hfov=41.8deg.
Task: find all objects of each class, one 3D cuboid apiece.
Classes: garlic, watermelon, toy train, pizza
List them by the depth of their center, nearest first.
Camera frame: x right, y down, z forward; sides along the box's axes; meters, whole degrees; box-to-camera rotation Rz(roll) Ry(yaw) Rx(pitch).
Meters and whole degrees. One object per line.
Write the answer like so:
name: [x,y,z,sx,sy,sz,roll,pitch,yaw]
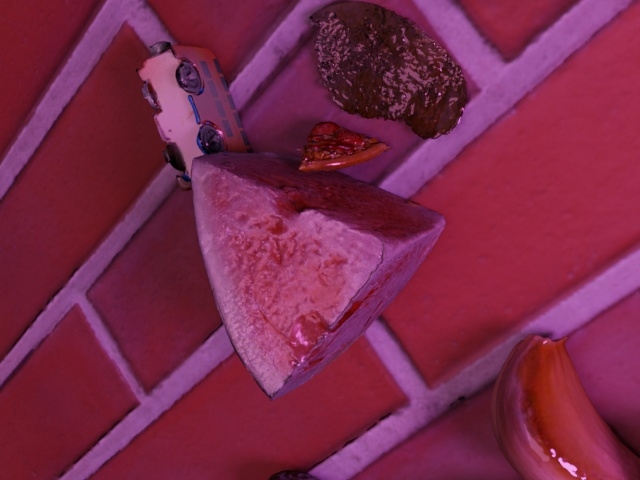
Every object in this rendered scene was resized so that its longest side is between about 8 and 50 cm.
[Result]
garlic: [0.243,0.203,0.832,0.206,0.128,0.115,46,146,9]
watermelon: [0.000,0.000,0.876,0.201,0.213,0.261,-27,85,35]
pizza: [0.011,-0.101,0.915,0.100,0.099,0.029,19,127,31]
toy train: [-0.151,-0.153,1.016,0.072,0.099,0.188,-22,87,33]

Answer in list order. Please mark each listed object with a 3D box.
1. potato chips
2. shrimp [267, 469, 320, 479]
potato chips: [0.065,-0.183,0.909,0.142,0.026,0.209,-43,75,35]
shrimp: [0.031,0.353,1.020,0.233,0.079,0.090,30,121,20]
